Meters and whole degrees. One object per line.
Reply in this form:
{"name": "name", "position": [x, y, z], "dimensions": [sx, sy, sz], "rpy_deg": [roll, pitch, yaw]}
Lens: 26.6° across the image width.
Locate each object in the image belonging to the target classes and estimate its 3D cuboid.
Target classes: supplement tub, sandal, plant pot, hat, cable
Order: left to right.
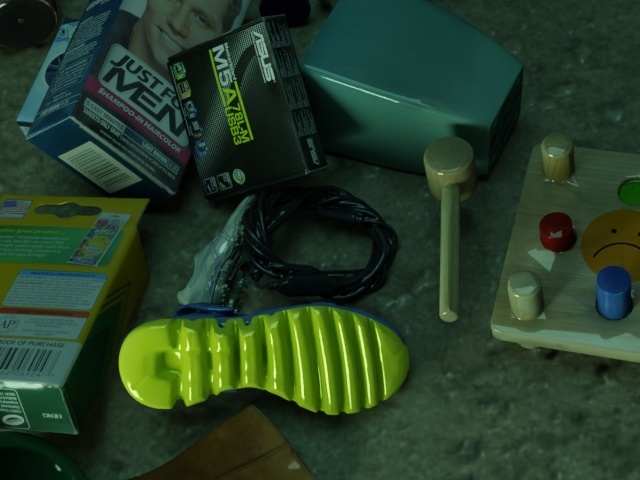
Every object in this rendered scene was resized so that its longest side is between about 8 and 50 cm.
{"name": "hat", "position": [-0.379, 0.325, 1.487], "dimensions": [0.208, 0.183, 0.173], "rpy_deg": [3, 58, -40]}
{"name": "supplement tub", "position": [-0.438, -0.372, 1.922], "dimensions": [0.106, 0.106, 0.198], "rpy_deg": [-18, 54, -1]}
{"name": "sandal", "position": [-0.059, 0.118, 1.507], "dimensions": [0.317, 0.138, 0.126], "rpy_deg": [4, 100, -1]}
{"name": "cable", "position": [0.000, 0.000, 1.597], "dimensions": [0.184, 0.047, 0.151], "rpy_deg": [-3, 56, -13]}
{"name": "plant pot", "position": [0.118, -0.183, 1.647], "dimensions": [0.234, 0.165, 0.166], "rpy_deg": [22, 64, 18]}

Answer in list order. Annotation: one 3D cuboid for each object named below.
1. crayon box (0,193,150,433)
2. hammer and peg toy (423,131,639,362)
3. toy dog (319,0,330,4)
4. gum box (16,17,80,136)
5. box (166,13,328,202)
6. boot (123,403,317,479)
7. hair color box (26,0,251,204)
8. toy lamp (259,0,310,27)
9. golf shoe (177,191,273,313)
{"name": "crayon box", "position": [-0.330, 0.077, 1.574], "dimensions": [0.203, 0.083, 0.323], "rpy_deg": [2, 40, 14]}
{"name": "hammer and peg toy", "position": [0.282, 0.012, 1.499], "dimensions": [0.361, 0.127, 0.266], "rpy_deg": [7, 60, 17]}
{"name": "toy dog", "position": [0.134, -0.449, 1.824], "dimensions": [0.161, 0.220, 0.334], "rpy_deg": [25, 68, -10]}
{"name": "gum box", "position": [-0.302, -0.214, 1.824], "dimensions": [0.157, 0.041, 0.184], "rpy_deg": [7, 59, 17]}
{"name": "box", "position": [-0.091, -0.155, 1.626], "dimensions": [0.045, 0.191, 0.184], "rpy_deg": [-18, 4, -44]}
{"name": "boot", "position": [-0.116, 0.331, 1.409], "dimensions": [0.280, 0.096, 0.264], "rpy_deg": [-24, 52, -22]}
{"name": "hair color box", "position": [-0.222, -0.230, 1.726], "dimensions": [0.105, 0.174, 0.347], "rpy_deg": [-17, 46, 44]}
{"name": "toy lamp", "position": [-0.044, -0.425, 1.890], "dimensions": [0.080, 0.080, 0.275], "rpy_deg": [-5, 55, 8]}
{"name": "golf shoe", "position": [-0.118, 0.011, 1.624], "dimensions": [0.086, 0.069, 0.176], "rpy_deg": [-1, 47, 32]}
